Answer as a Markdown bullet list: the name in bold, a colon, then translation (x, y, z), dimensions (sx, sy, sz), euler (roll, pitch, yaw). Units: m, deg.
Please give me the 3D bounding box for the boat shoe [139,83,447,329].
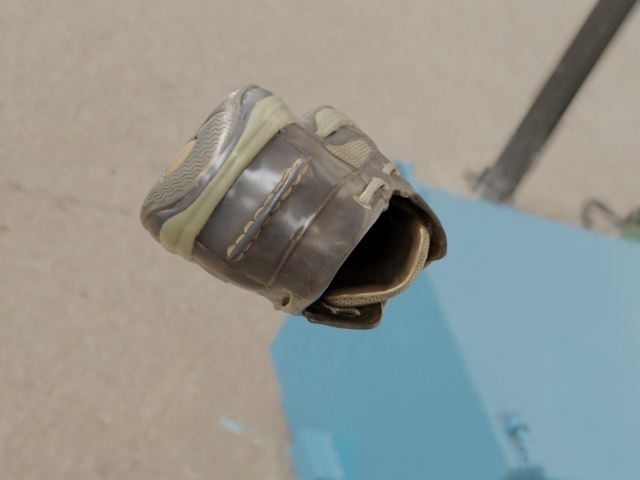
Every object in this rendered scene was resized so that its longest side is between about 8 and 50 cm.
- **boat shoe**: translation (0.000, 0.000, 1.207), dimensions (0.130, 0.132, 0.355), euler (39, 9, 11)
